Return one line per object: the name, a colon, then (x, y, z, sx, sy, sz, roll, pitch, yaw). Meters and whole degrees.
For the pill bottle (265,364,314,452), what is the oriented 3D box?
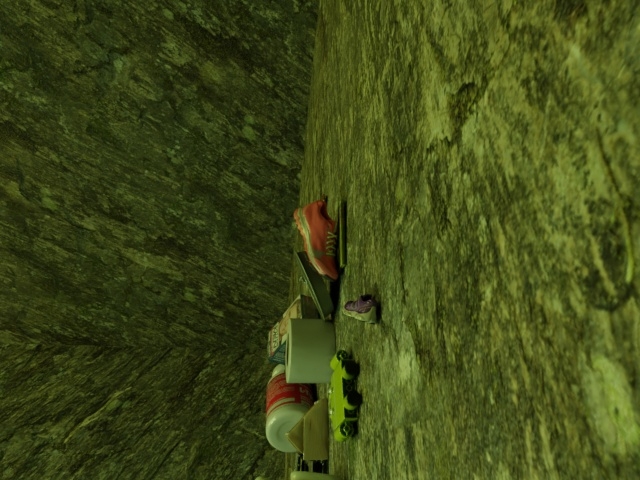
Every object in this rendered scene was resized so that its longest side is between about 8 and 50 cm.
pill bottle: (-0.144, 0.763, 1.984, 0.407, 0.229, 0.228, -110, 25, -71)

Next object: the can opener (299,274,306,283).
can opener: (-0.063, 0.177, 2.197, 0.280, 0.074, 0.093, 128, 146, -76)

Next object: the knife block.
knife block: (-0.006, 0.781, 1.591, 0.276, 0.242, 0.088, -41, -11, -23)

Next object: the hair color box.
hair color box: (-0.138, 0.439, 2.051, 0.347, 0.105, 0.173, -52, 29, 31)

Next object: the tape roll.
tape roll: (-0.044, 0.426, 1.628, 0.246, 0.169, 0.246, -177, 90, -81)

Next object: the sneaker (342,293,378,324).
sneaker: (0.110, 0.170, 1.074, 0.170, 0.068, 0.071, 170, 118, -73)

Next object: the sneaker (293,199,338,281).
sneaker: (0.010, -0.008, 1.495, 0.116, 0.136, 0.313, 17, -133, -60)

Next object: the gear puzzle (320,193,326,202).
gear puzzle: (-0.006, -0.085, 2.050, 0.175, 0.044, 0.338, -94, 13, -50)

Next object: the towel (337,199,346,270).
towel: (0.076, -0.017, 1.495, 0.102, 0.021, 0.237, 101, 170, -74)

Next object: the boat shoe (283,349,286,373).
boat shoe: (-0.086, 0.512, 1.922, 0.127, 0.158, 0.340, -96, 12, -50)

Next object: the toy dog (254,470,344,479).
toy dog: (-0.108, 0.892, 1.165, 0.407, 0.396, 0.284, -83, 11, -49)

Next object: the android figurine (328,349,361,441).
android figurine: (0.065, 0.462, 1.249, 0.272, 0.056, 0.248, 108, 163, -55)

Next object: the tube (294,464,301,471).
tube: (-0.075, 1.148, 1.982, 0.070, 0.062, 0.240, 50, 167, -5)

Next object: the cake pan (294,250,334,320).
cake pan: (-0.021, 0.164, 1.609, 0.293, 0.054, 0.293, 157, 90, -84)
